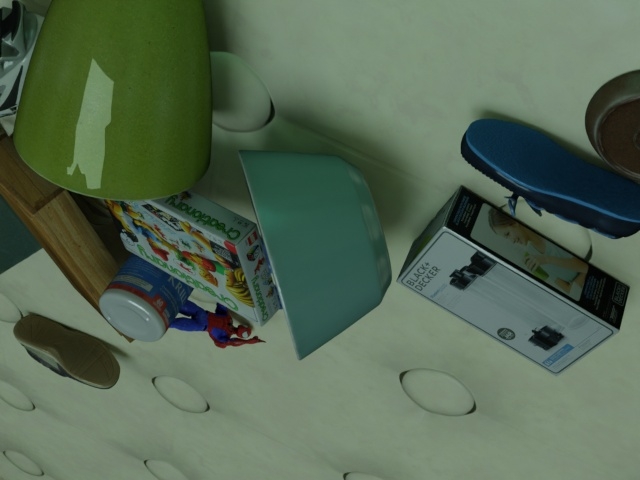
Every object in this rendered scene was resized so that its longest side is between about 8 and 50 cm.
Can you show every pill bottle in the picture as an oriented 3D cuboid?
[{"bbox_3d":[-0.271,0.054,1.562,0.124,0.221,0.124,18,142,14],"label":"pill bottle"}]

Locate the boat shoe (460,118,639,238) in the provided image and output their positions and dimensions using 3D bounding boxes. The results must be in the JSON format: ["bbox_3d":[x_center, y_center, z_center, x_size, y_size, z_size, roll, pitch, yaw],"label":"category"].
[{"bbox_3d":[0.290,-0.062,1.165,0.258,0.109,0.089,30,150,4],"label":"boat shoe"}]

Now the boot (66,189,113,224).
[{"bbox_3d":[-0.356,-0.134,1.505,0.203,0.095,0.262,-3,131,33],"label":"boot"}]

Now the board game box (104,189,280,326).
[{"bbox_3d":[-0.205,-0.004,1.387,0.305,0.053,0.193,26,148,29],"label":"board game box"}]

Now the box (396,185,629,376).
[{"bbox_3d":[0.276,0.065,1.333,0.290,0.087,0.169,32,143,-3],"label":"box"}]

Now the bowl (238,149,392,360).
[{"bbox_3d":[0.000,0.000,1.305,0.163,0.312,0.312,-16,134,-3],"label":"bowl"}]

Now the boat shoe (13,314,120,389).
[{"bbox_3d":[-0.583,0.267,2.117,0.285,0.103,0.092,23,148,14],"label":"boat shoe"}]

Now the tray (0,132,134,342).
[{"bbox_3d":[-0.448,0.008,1.631,0.203,0.076,0.411,38,162,33],"label":"tray"}]

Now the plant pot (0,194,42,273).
[{"bbox_3d":[-0.760,-0.014,1.792,0.247,0.247,0.252,-15,108,43],"label":"plant pot"}]

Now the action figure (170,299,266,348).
[{"bbox_3d":[-0.209,0.138,1.682,0.139,0.092,0.280,-16,154,37],"label":"action figure"}]

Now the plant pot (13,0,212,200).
[{"bbox_3d":[-0.257,-0.251,1.203,0.274,0.275,0.294,23,126,8],"label":"plant pot"}]

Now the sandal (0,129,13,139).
[{"bbox_3d":[-0.609,-0.162,1.643,0.079,0.088,0.240,39,148,-12],"label":"sandal"}]

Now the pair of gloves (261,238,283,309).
[{"bbox_3d":[-0.121,0.060,1.638,0.159,0.023,0.198,30,142,-1],"label":"pair of gloves"}]

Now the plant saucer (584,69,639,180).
[{"bbox_3d":[0.397,-0.127,1.083,0.168,0.029,0.168,18,141,15],"label":"plant saucer"}]

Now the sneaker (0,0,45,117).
[{"bbox_3d":[-0.502,-0.243,1.428,0.330,0.122,0.146,-20,154,36],"label":"sneaker"}]
